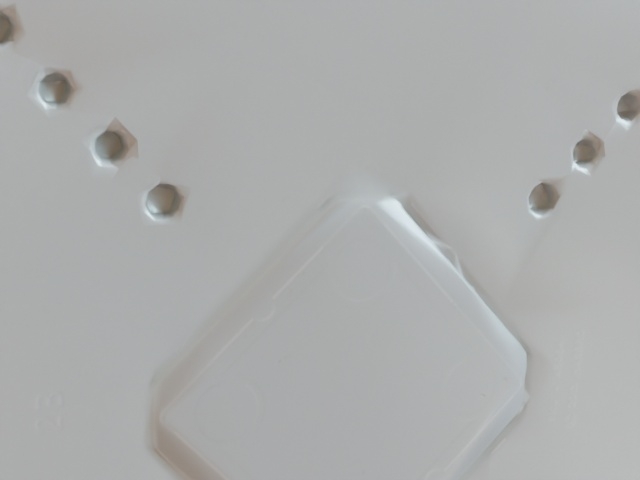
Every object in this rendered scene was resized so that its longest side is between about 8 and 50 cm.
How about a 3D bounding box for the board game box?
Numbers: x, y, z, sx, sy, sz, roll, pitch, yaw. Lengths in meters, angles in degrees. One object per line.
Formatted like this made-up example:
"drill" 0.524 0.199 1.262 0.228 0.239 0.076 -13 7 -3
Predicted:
"board game box" 0.002 0.048 0.392 0.390 0.050 0.390 -1 103 -22
